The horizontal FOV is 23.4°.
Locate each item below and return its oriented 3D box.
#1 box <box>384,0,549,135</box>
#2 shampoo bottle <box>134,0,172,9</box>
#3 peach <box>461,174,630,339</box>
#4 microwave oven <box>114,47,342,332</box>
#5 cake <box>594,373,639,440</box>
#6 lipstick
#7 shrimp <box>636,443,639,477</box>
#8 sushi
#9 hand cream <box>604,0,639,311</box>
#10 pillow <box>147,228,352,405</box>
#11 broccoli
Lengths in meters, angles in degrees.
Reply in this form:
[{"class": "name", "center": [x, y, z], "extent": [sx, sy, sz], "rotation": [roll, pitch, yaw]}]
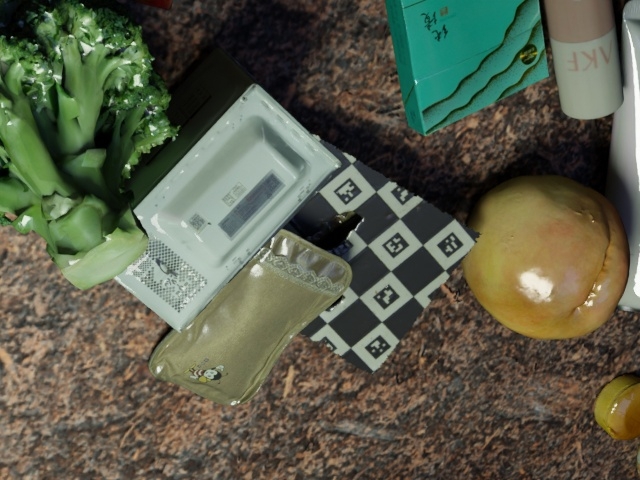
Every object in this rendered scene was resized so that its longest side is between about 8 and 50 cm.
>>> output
[{"class": "box", "center": [0.142, -0.235, 1.534], "extent": [0.161, 0.042, 0.226], "rotation": [-25, 125, -19]}, {"class": "shampoo bottle", "center": [-0.132, -0.328, 1.278], "extent": [0.102, 0.064, 0.260], "rotation": [8, 104, -41]}, {"class": "peach", "center": [0.242, 0.021, 1.649], "extent": [0.184, 0.184, 0.184], "rotation": [-15, 121, -26]}, {"class": "microwave oven", "center": [-0.105, -0.045, 1.380], "extent": [0.208, 0.162, 0.122], "rotation": [-46, 118, 3]}, {"class": "cake", "center": [0.382, 0.209, 1.922], "extent": [0.084, 0.044, 0.084], "rotation": [-16, 121, -28]}, {"class": "lipstick", "center": [0.264, -0.249, 1.588], "extent": [0.070, 0.070, 0.254], "rotation": [-28, 126, -18]}, {"class": "shrimp", "center": [0.502, 0.288, 2.037], "extent": [0.254, 0.059, 0.145], "rotation": [29, 87, -35]}, {"class": "sushi", "center": [0.000, 0.000, 1.557], "extent": [0.279, 0.043, 0.192], "rotation": [29, 105, -30]}, {"class": "hand cream", "center": [0.385, -0.094, 1.737], "extent": [0.185, 0.118, 0.359], "rotation": [-5, 109, -29]}, {"class": "pillow", "center": [-0.073, 0.077, 1.530], "extent": [0.130, 0.033, 0.217], "rotation": [28, 117, -30]}, {"class": "broccoli", "center": [-0.223, -0.083, 1.238], "extent": [0.270, 0.270, 0.270], "rotation": [-27, 152, -16]}]
